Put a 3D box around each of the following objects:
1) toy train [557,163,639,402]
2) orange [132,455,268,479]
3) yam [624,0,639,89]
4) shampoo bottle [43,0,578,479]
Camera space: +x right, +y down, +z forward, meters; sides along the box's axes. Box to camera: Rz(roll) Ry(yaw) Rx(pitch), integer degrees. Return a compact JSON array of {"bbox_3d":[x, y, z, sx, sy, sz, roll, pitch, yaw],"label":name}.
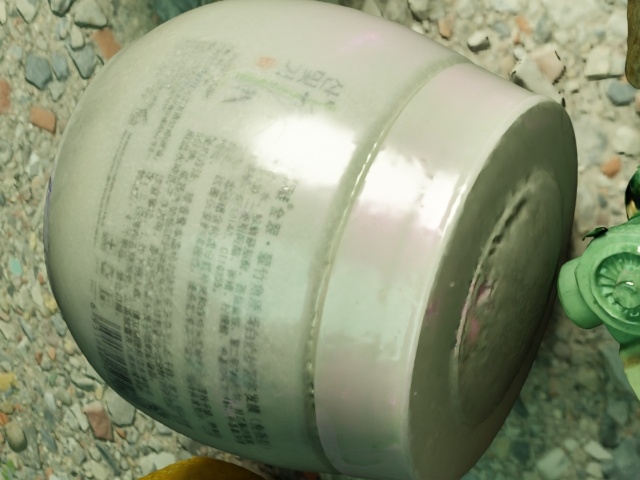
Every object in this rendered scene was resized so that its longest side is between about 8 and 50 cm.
[{"bbox_3d":[0.268,0.018,0.645,0.285,0.116,0.177,-28,101,40],"label":"toy train"},{"bbox_3d":[-0.090,0.284,0.943,0.236,0.236,0.236,14,114,34],"label":"orange"},{"bbox_3d":[0.192,-0.214,0.645,0.061,0.061,0.274,14,115,34],"label":"yam"},{"bbox_3d":[0.000,0.000,0.731,0.266,0.273,0.273,18,117,23],"label":"shampoo bottle"}]
